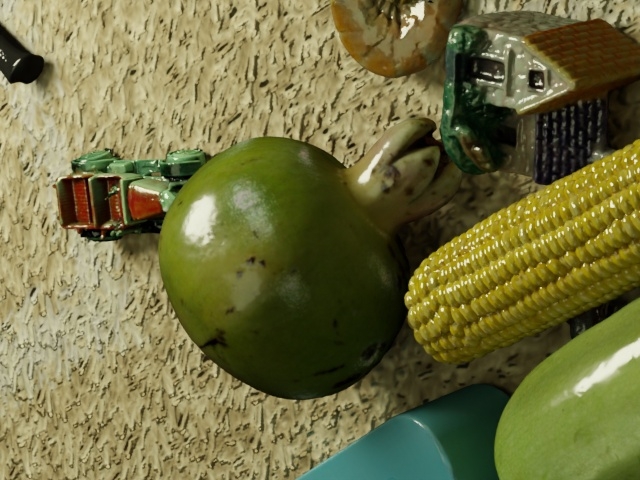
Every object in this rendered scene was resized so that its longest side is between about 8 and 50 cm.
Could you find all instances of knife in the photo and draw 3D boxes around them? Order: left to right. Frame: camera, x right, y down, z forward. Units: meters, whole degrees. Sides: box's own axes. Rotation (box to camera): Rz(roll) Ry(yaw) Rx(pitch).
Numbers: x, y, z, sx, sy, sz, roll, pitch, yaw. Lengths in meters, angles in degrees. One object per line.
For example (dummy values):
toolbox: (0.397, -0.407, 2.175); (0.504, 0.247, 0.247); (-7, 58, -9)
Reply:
knife: (-0.297, -0.214, 1.515); (0.230, 0.028, 0.060); (44, 113, 30)

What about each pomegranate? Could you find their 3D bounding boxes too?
pomegranate: (-0.014, -0.004, 1.209); (0.179, 0.179, 0.210); (27, 96, 35)

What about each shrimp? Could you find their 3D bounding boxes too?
shrimp: (0.045, -0.188, 1.192); (0.095, 0.045, 0.163); (-6, 93, 42)
shrimp: (0.168, 0.033, 1.137); (0.038, 0.029, 0.092); (-23, 80, 43)

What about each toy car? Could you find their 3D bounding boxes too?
toy car: (-0.141, -0.032, 1.385); (0.143, 0.054, 0.073); (3, 101, 43)

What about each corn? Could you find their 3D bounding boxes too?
corn: (0.153, 0.001, 1.079); (0.248, 0.081, 0.081); (-30, 79, 41)

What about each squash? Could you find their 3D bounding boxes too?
squash: (0.243, 0.059, 1.021); (0.370, 0.118, 0.118); (-38, 73, 36)

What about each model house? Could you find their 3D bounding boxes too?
model house: (0.138, -0.082, 1.101); (0.100, 0.087, 0.101); (18, 114, 40)

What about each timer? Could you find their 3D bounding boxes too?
timer: (0.068, 0.244, 1.234); (0.250, 0.091, 0.232); (-38, 74, 44)
